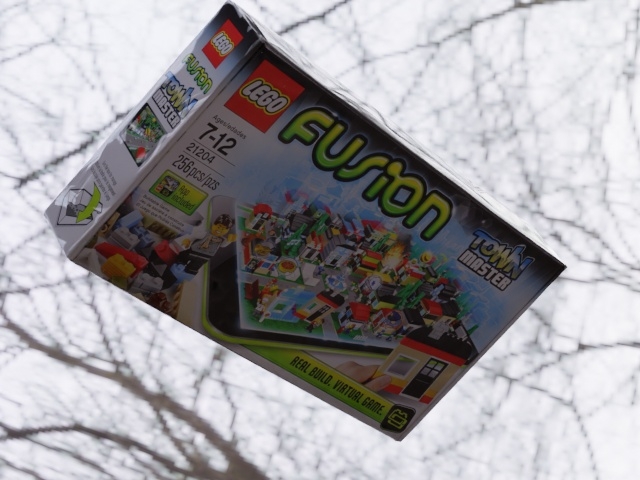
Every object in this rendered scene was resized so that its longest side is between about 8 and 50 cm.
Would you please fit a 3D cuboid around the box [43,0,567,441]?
[{"bbox_3d":[0.000,0.000,0.704,0.114,0.036,0.207,-48,-49,11],"label":"box"}]
